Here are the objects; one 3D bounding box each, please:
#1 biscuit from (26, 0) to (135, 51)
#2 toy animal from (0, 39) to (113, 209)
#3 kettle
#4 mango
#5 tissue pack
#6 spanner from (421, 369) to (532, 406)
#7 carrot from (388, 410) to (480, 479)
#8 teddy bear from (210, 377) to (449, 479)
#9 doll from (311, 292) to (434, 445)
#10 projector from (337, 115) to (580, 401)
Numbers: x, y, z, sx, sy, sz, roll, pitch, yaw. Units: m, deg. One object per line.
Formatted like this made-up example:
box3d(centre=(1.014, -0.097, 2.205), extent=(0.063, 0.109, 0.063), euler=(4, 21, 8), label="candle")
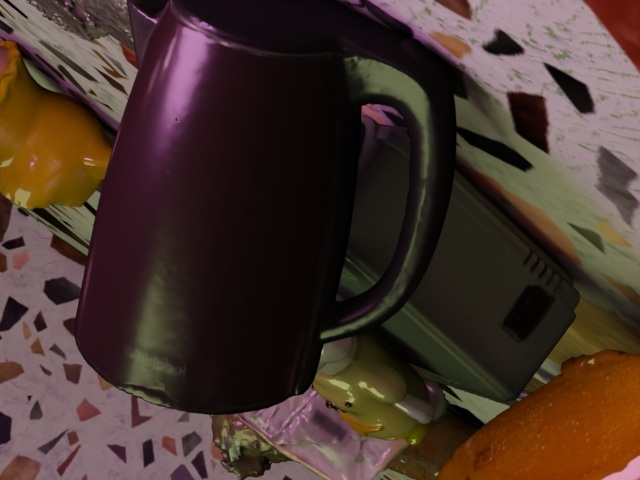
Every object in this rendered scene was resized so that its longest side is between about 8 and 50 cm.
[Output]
box3d(centre=(-0.171, -0.188, 1.300), extent=(0.147, 0.046, 0.250), euler=(43, 169, -29), label="biscuit")
box3d(centre=(-0.315, -0.124, 1.899), extent=(0.229, 0.156, 0.156), euler=(31, 175, -30), label="toy animal")
box3d(centre=(-0.032, -0.026, 1.051), extent=(0.202, 0.232, 0.144), euler=(22, -150, 14), label="kettle")
box3d(centre=(0.188, 0.174, 1.150), extent=(0.290, 0.160, 0.191), euler=(-12, 125, 50), label="mango")
box3d(centre=(-0.010, 0.090, 1.455), extent=(0.186, 0.090, 0.222), euler=(39, -166, -2), label="tissue pack")
box3d(centre=(0.111, 0.114, 1.582), extent=(0.302, 0.017, 0.071), euler=(16, 163, 28), label="spanner")
box3d(centre=(0.153, 0.243, 2.031), extent=(0.263, 0.102, 0.102), euler=(25, 165, 47), label="carrot")
box3d(centre=(0.000, 0.134, 1.800), extent=(0.267, 0.156, 0.256), euler=(35, -150, 30), label="teddy bear")
box3d(centre=(0.015, 0.083, 1.272), extent=(0.106, 0.062, 0.162), euler=(20, 161, 48), label="doll")
box3d(centre=(0.039, -0.002, 1.267), extent=(0.192, 0.099, 0.256), euler=(40, 171, -22), label="projector")
